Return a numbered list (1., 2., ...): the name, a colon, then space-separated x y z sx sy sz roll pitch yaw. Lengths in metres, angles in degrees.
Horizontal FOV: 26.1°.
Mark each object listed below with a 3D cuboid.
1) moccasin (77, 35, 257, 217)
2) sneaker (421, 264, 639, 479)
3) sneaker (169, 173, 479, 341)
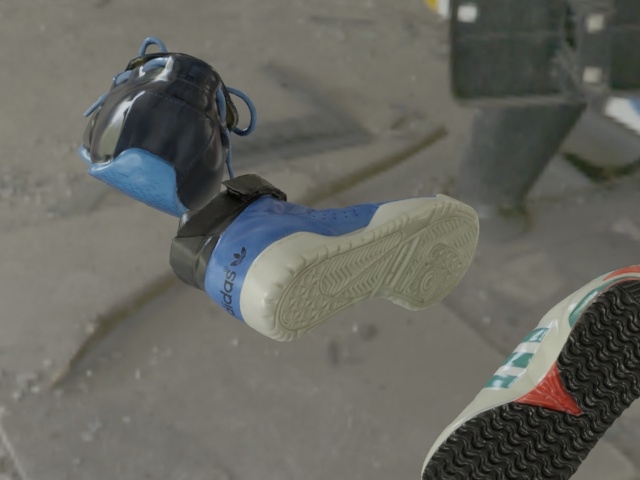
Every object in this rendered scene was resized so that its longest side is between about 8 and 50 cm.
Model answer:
1. moccasin: -0.107 -0.085 1.068 0.137 0.117 0.342 25 1 -15
2. sneaker: 0.115 0.073 0.676 0.057 0.161 0.075 41 21 2
3. sneaker: 0.000 -0.001 0.620 0.084 0.058 0.152 27 29 36
